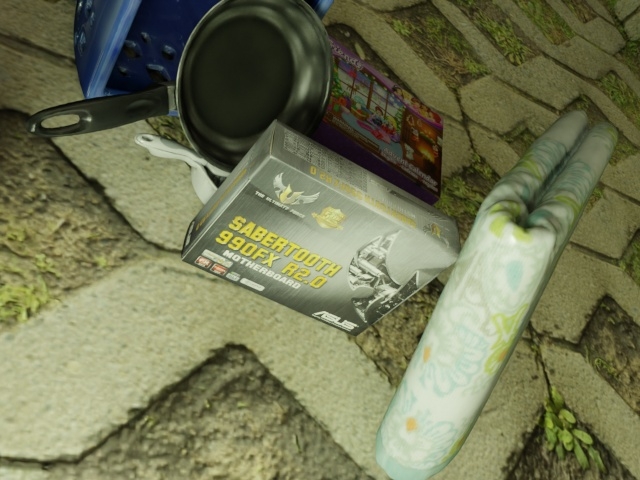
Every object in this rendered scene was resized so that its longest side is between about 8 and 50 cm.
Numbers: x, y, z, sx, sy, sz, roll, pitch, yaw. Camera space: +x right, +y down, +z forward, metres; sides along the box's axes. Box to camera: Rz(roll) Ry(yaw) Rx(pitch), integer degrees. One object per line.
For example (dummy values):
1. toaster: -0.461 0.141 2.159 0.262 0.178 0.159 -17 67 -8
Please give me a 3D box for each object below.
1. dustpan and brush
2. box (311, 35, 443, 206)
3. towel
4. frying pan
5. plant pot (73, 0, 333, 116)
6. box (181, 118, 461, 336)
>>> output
1. dustpan and brush: -0.117 -0.079 0.790 0.211 0.060 0.147 8 54 -37
2. box: 0.050 -0.183 1.025 0.293 0.057 0.201 31 42 -19
3. towel: 0.196 0.045 0.769 0.090 0.321 0.374 26 35 18
4. frying pan: -0.118 -0.130 0.731 0.326 0.197 0.053 -37 41 -20
5. plant pot: -0.153 -0.297 0.812 0.235 0.236 0.212 0 53 -41
6. box: 0.000 0.000 0.735 0.231 0.183 0.056 26 44 -24
